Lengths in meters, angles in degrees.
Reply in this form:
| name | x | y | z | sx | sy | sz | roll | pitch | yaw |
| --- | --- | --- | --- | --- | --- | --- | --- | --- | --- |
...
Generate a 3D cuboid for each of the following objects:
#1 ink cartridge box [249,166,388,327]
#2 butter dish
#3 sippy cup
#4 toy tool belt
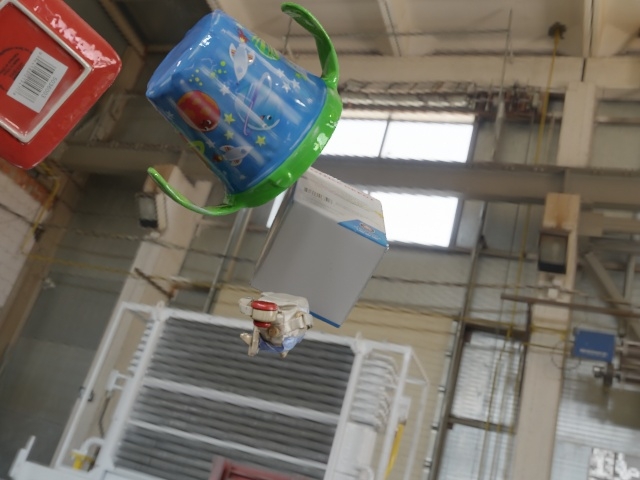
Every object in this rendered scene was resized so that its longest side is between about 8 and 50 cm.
| name | x | y | z | sx | sy | sz | roll | pitch | yaw |
| --- | --- | --- | --- | --- | --- | --- | --- | --- | --- |
| ink cartridge box | 0.000 | 0.000 | 1.202 | 0.171 | 0.233 | 0.168 | 26 | -70 | -7 |
| butter dish | -0.319 | -0.183 | 0.719 | 0.160 | 0.160 | 0.118 | 43 | -6 | -37 |
| sippy cup | -0.124 | -0.204 | 1.037 | 0.240 | 0.306 | 0.224 | -23 | -54 | 40 |
| toy tool belt | -0.034 | 0.069 | 0.527 | 0.052 | 0.051 | 0.083 | 9 | 3 | 14 |
